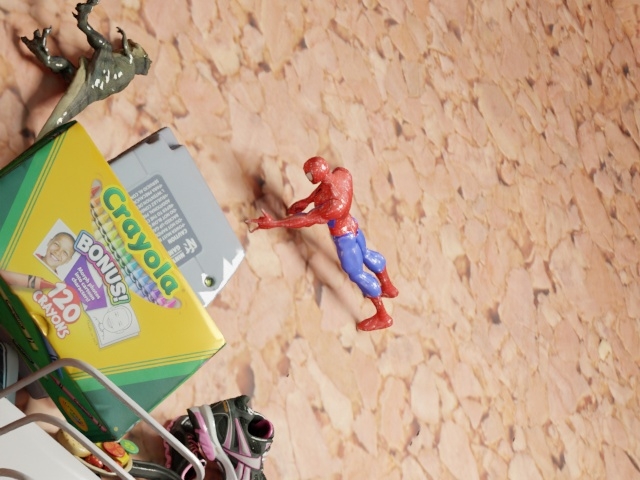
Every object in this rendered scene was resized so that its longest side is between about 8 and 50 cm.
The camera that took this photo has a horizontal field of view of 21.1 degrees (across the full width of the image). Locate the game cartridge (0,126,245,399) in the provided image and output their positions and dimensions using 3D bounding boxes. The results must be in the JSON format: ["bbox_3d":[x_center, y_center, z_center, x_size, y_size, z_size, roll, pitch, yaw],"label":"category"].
[{"bbox_3d":[-0.223,0.031,1.806,0.294,0.060,0.196,-35,98,-33],"label":"game cartridge"}]

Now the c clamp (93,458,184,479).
[{"bbox_3d":[-0.190,0.263,1.768,0.160,0.022,0.137,12,21,-41],"label":"c clamp"}]

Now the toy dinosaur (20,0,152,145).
[{"bbox_3d":[-0.270,-0.200,1.946,0.268,0.064,0.118,-48,119,-50],"label":"toy dinosaur"}]

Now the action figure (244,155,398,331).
[{"bbox_3d":[0.000,0.000,2.211,0.091,0.139,0.280,-79,158,-43],"label":"action figure"}]

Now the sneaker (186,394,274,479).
[{"bbox_3d":[-0.082,0.232,1.909,0.178,0.077,0.072,64,3,-55],"label":"sneaker"}]

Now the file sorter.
[{"bbox_3d":[-0.251,0.268,1.505,0.193,0.173,0.278,44,46,-18],"label":"file sorter"}]

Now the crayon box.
[{"bbox_3d":[-0.239,0.043,1.712,0.165,0.081,0.278,-41,105,-32],"label":"crayon box"}]

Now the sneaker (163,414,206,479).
[{"bbox_3d":[-0.144,0.240,1.884,0.047,0.057,0.119,40,42,-34],"label":"sneaker"}]

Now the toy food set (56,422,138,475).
[{"bbox_3d":[-0.231,0.213,1.775,0.083,0.020,0.082,32,19,6],"label":"toy food set"}]

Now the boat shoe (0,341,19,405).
[{"bbox_3d":[-0.339,0.176,1.643,0.083,0.065,0.183,20,54,-39],"label":"boat shoe"}]
